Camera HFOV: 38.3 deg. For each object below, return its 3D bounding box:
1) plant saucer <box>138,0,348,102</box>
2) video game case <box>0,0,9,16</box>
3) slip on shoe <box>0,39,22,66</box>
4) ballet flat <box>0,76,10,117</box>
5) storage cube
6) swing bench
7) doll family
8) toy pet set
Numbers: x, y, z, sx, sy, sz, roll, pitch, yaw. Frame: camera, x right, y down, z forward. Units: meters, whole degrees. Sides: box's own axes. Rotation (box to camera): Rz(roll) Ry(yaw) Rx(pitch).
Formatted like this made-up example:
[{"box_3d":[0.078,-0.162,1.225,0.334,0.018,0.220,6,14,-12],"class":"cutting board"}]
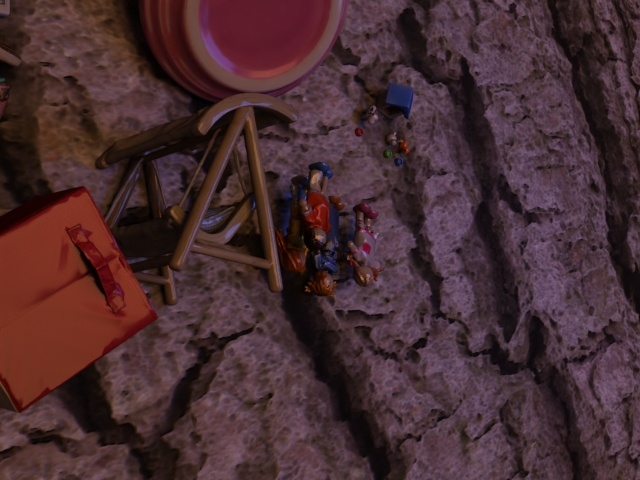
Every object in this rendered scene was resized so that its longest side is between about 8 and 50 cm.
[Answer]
[{"box_3d":[-0.093,-0.347,1.340,0.332,0.084,0.332,-15,125,-23],"class":"plant saucer"},{"box_3d":[-0.467,-0.373,1.169,0.143,0.019,0.157,3,82,-41],"class":"video game case"},{"box_3d":[-0.443,-0.246,1.156,0.135,0.051,0.041,23,107,-46],"class":"slip on shoe"},{"box_3d":[-0.480,-0.174,1.095,0.221,0.077,0.079,5,99,-42],"class":"ballet flat"},{"box_3d":[-0.344,0.067,1.081,0.193,0.215,0.184,-36,107,-33],"class":"storage cube"},{"box_3d":[-0.178,-0.058,1.216,0.165,0.253,0.255,15,72,-39],"class":"swing bench"},{"box_3d":[0.000,0.000,1.481,0.263,0.118,0.163,37,52,-52],"class":"doll family"},{"box_3d":[0.137,-0.214,1.650,0.122,0.065,0.114,31,63,-35],"class":"toy pet set"}]
